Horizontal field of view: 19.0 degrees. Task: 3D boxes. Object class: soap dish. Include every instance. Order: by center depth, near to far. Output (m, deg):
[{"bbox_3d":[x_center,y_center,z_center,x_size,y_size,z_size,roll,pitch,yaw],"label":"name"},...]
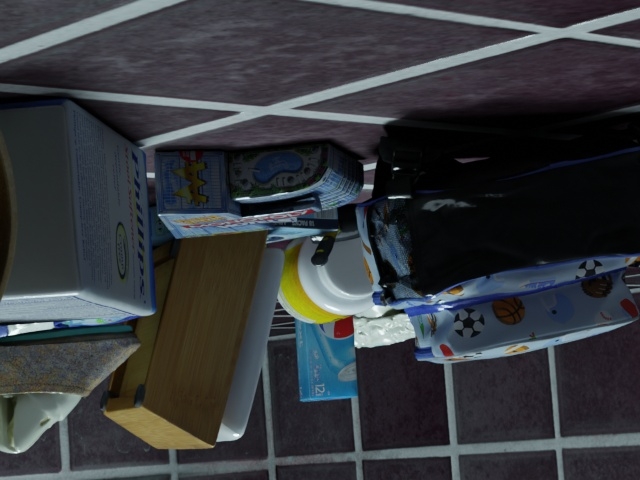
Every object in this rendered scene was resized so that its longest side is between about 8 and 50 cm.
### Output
[{"bbox_3d":[-0.143,0.106,2.051,0.118,0.229,0.291,16,170,-14],"label":"soap dish"}]

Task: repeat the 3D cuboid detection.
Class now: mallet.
[{"bbox_3d":[0.000,0.000,2.103,0.062,0.039,0.190,-7,-168,15],"label":"mallet"}]

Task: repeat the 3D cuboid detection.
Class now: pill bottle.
[{"bbox_3d":[0.018,0.037,2.321,0.117,0.117,0.215,-3,174,-14],"label":"pill bottle"}]

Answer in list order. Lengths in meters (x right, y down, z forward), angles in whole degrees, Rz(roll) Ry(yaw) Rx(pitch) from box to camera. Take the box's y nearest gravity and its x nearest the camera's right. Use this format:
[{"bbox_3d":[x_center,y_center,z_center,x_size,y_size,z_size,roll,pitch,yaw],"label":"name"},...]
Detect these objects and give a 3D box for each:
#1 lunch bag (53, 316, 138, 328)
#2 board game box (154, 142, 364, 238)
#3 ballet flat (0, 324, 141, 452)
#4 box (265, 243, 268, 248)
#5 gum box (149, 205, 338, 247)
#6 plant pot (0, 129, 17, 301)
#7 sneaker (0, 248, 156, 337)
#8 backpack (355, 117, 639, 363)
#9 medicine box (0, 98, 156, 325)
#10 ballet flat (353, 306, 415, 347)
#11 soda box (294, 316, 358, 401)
[{"bbox_3d":[-0.241,0.024,1.973,0.096,0.129,0.151,0,172,-28],"label":"lunch bag"},{"bbox_3d":[-0.073,-0.046,1.750,0.194,0.060,0.194,-5,175,14],"label":"board game box"},{"bbox_3d":[-0.291,0.127,1.595,0.316,0.106,0.107,-1,174,-34],"label":"ballet flat"},{"bbox_3d":[-0.150,0.032,2.440,0.169,0.059,0.054,-4,173,0],"label":"box"},{"bbox_3d":[-0.100,-0.020,2.062,0.157,0.041,0.184,1,172,-43],"label":"gum box"},{"bbox_3d":[-0.353,-0.019,1.160,0.237,0.237,0.254,2,-175,-44],"label":"plant pot"},{"bbox_3d":[-0.287,0.043,2.245,0.315,0.127,0.182,-9,173,-22],"label":"sneaker"},{"bbox_3d":[0.160,0.001,1.740,0.276,0.213,0.263,-5,-175,-15],"label":"backpack"},{"bbox_3d":[-0.289,-0.009,1.522,0.263,0.149,0.289,-4,175,6],"label":"medicine box"},{"bbox_3d":[0.147,0.055,2.698,0.409,0.147,0.147,-11,171,33],"label":"ballet flat"},{"bbox_3d":[0.004,0.104,2.505,0.067,0.210,0.071,-3,174,-12],"label":"soda box"}]
